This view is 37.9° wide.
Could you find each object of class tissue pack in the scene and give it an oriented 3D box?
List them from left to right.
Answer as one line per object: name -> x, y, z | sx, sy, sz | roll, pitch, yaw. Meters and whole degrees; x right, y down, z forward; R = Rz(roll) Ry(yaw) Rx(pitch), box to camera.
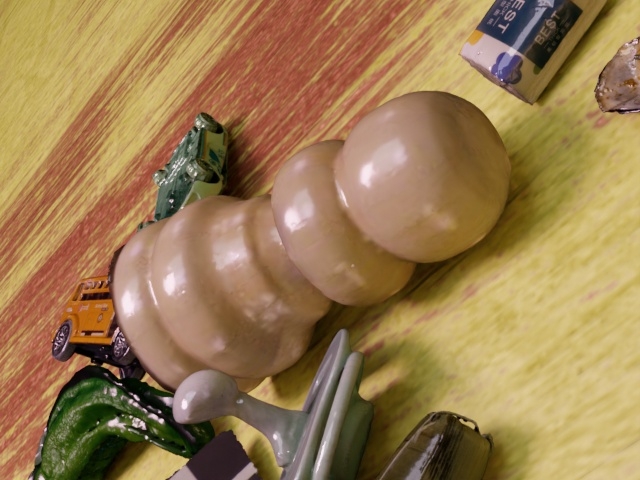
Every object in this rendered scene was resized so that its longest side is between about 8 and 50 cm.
tissue pack -> 0.132, -0.135, 0.584 | 0.083, 0.042, 0.062 | -54, 30, 11

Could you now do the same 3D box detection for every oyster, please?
oyster -> 0.184, -0.086, 0.494 | 0.083, 0.019, 0.054 | 12, 74, 60

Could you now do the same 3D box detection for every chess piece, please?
chess piece -> 0.000, 0.000, 0.592 | 0.261, 0.143, 0.143 | -29, 43, 33

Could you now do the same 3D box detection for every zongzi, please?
zongzi -> 0.039, 0.142, 0.503 | 0.104, 0.052, 0.113 | -63, 17, -18

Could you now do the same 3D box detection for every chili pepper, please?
chili pepper -> -0.182, 0.174, 0.772 | 0.279, 0.065, 0.122 | -41, 57, 39

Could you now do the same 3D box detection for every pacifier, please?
pacifier -> -0.029, 0.107, 0.540 | 0.127, 0.116, 0.150 | 119, 175, -59

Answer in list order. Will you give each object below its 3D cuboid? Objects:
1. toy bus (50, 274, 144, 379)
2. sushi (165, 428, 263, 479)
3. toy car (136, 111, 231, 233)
toy bus -> -0.152, 0.072, 0.788 | 0.194, 0.083, 0.088 | -6, 62, 53
sushi -> -0.100, 0.219, 0.548 | 0.192, 0.050, 0.215 | -40, 38, -7
toy car -> -0.118, -0.049, 0.861 | 0.093, 0.058, 0.186 | -48, 22, 21
